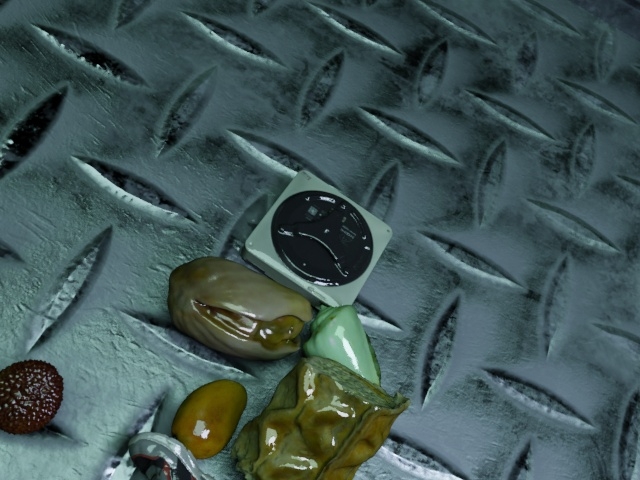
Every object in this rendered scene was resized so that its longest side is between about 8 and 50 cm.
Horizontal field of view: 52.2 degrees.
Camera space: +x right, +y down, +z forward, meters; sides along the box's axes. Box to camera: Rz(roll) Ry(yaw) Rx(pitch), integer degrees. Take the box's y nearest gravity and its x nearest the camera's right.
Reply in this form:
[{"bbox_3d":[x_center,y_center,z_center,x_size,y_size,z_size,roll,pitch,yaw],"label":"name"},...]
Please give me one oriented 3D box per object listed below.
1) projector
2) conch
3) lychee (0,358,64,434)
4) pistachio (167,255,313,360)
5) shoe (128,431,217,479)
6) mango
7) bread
[{"bbox_3d":[0.000,0.000,1.419,0.257,0.079,0.259,34,57,0],"label":"projector"},{"bbox_3d":[0.064,0.240,1.300,0.137,0.143,0.251,-39,98,-15],"label":"conch"},{"bbox_3d":[-0.490,0.255,1.088,0.123,0.129,0.123,28,21,-12],"label":"lychee"},{"bbox_3d":[-0.159,0.130,1.260,0.288,0.197,0.166,24,102,-20],"label":"pistachio"},{"bbox_3d":[-0.250,0.427,1.089,0.227,0.099,0.125,41,42,-2],"label":"shoe"},{"bbox_3d":[-0.202,0.317,1.184,0.111,0.089,0.163,35,48,-14],"label":"mango"},{"bbox_3d":[-0.004,0.333,1.138,0.238,0.196,0.252,29,96,0],"label":"bread"}]
